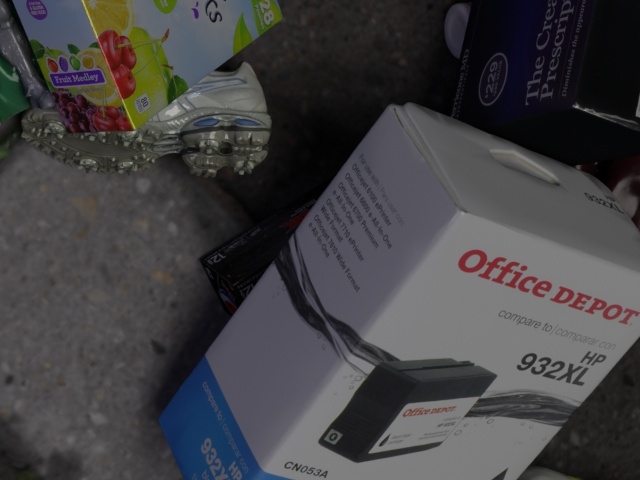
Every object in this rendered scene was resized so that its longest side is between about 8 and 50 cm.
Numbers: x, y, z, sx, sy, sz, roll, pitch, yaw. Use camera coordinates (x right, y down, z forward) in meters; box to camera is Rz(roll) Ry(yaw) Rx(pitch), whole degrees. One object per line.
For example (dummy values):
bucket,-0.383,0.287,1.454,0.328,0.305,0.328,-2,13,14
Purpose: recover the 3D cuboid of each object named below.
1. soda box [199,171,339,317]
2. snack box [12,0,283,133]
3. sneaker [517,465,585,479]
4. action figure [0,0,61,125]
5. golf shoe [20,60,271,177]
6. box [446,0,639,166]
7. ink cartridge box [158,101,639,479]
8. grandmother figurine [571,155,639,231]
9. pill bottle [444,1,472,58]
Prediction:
soda box,0.000,0.000,1.381,0.169,0.060,0.053,-33,122,-15
snack box,-0.128,-0.200,1.217,0.174,0.070,0.207,-42,122,-43
sneaker,0.286,0.282,1.581,0.385,0.145,0.147,37,51,-29
action figure,-0.245,-0.183,1.203,0.137,0.063,0.232,-28,106,-13
golf shoe,-0.123,-0.094,1.304,0.176,0.069,0.086,3,63,-16
box,0.195,-0.193,1.319,0.103,0.184,0.261,16,80,-21
ink cartridge box,0.067,0.081,1.322,0.223,0.129,0.307,18,119,-37
grandmother figurine,0.271,-0.064,1.488,0.208,0.104,0.342,30,92,-3
pill bottle,0.139,-0.163,1.417,0.083,0.043,0.043,-9,108,-25
